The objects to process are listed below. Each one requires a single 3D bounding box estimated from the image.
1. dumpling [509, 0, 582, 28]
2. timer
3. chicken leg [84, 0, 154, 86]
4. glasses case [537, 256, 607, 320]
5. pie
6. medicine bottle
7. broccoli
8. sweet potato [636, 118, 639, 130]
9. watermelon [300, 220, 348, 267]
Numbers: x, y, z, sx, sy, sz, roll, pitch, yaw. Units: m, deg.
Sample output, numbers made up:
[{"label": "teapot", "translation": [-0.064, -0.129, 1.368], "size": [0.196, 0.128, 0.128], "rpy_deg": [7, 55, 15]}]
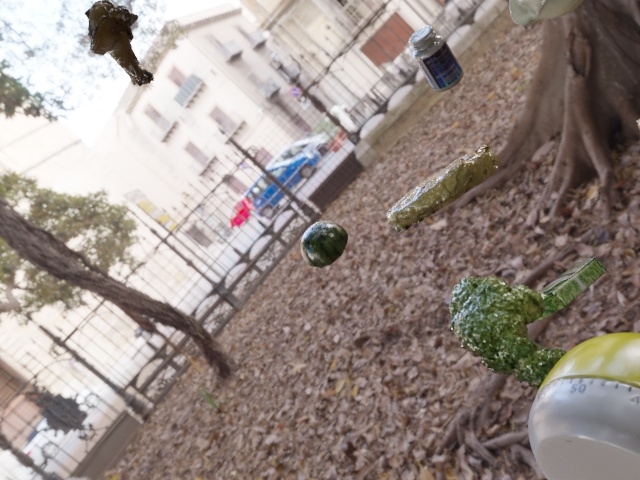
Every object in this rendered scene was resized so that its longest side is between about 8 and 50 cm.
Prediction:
[{"label": "dumpling", "translation": [0.594, -0.656, 1.392], "size": [0.126, 0.166, 0.216], "rpy_deg": [-15, -11, -26]}, {"label": "timer", "translation": [0.433, 0.218, 0.709], "size": [0.285, 0.285, 0.285], "rpy_deg": [-46, 8, 9]}, {"label": "chicken leg", "translation": [-0.468, -0.450, 1.265], "size": [0.125, 0.196, 0.080], "rpy_deg": [-9, 27, -3]}, {"label": "glasses case", "translation": [0.644, 0.119, 1.432], "size": [0.272, 0.062, 0.095], "rpy_deg": [-22, -18, -42]}, {"label": "pie", "translation": [0.310, -0.134, 1.404], "size": [0.340, 0.083, 0.339], "rpy_deg": [-36, 1, 1]}, {"label": "medicine bottle", "translation": [0.359, -0.568, 1.715], "size": [0.107, 0.191, 0.107], "rpy_deg": [-29, 34, 22]}, {"label": "broccoli", "translation": [0.424, 0.195, 1.154], "size": [0.186, 0.302, 0.254], "rpy_deg": [-62, 2, 10]}, {"label": "sweet potato", "translation": [1.070, -0.348, 1.585], "size": [0.292, 0.097, 0.097], "rpy_deg": [-2, 43, 53]}, {"label": "watermelon", "translation": [0.000, 0.000, 1.107], "size": [0.106, 0.062, 0.105], "rpy_deg": [-28, 37, 24]}]
